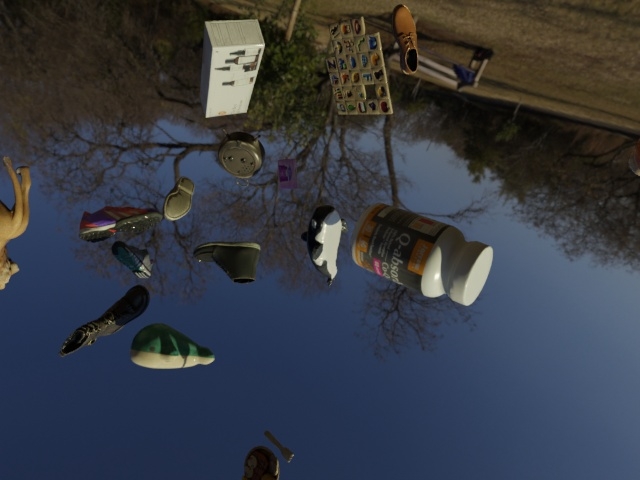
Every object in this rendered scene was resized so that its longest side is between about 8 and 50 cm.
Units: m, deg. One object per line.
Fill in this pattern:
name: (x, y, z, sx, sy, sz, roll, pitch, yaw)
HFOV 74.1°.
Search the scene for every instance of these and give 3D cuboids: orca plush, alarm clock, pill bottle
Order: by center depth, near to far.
pill bottle: (0.217, 0.028, 0.938, 0.278, 0.162, 0.162, 23, -158, 35)
orca plush: (0.000, 0.000, 1.186, 0.102, 0.151, 0.287, 28, 160, 26)
alarm clock: (-0.228, -0.227, 1.225, 0.129, 0.192, 0.064, 9, -131, 1)

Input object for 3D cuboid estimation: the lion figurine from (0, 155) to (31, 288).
lion figurine: (-0.880, -0.030, 1.152, 0.142, 0.392, 0.240, -4, -114, -47)

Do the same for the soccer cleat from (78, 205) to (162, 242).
soccer cleat: (-0.718, -0.083, 1.516, 0.318, 0.117, 0.108, -14, 161, 11)

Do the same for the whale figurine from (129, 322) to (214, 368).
whale figurine: (-0.492, 0.355, 1.431, 0.271, 0.141, 0.216, 9, 168, -14)

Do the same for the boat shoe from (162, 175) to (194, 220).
boat shoe: (-0.440, -0.117, 1.297, 0.075, 0.065, 0.206, 36, -149, -25)

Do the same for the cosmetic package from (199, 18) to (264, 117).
cosmetic package: (-0.185, -0.335, 0.854, 0.098, 0.239, 0.061, -12, -99, -20)

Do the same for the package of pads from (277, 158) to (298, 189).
package of pads: (-0.089, -0.180, 1.162, 0.050, 0.084, 0.032, -3, -174, 11)

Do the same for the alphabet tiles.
alphabet tiles: (0.090, -0.447, 1.108, 0.009, 0.237, 0.198, -35, -146, -31)

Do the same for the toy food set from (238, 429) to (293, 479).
toy food set: (-0.169, 0.649, 1.194, 0.132, 0.192, 0.038, 29, -178, 33)

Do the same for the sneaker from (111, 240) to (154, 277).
sneaker: (-0.728, 0.052, 1.655, 0.083, 0.224, 0.098, 1, -127, 11)

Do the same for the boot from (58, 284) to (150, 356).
boot: (-0.705, 0.267, 1.400, 0.091, 0.263, 0.229, 46, -171, 0)

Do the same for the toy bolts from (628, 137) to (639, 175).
toy bolts: (0.679, -0.147, 0.713, 0.228, 0.218, 0.158, 45, 179, 6)

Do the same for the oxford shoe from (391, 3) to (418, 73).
oxford shoe: (0.282, -0.644, 1.361, 0.076, 0.212, 0.076, -19, -155, 3)

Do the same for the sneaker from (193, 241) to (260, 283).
sneaker: (-0.294, 0.070, 1.283, 0.221, 0.118, 0.083, -4, 157, 18)
